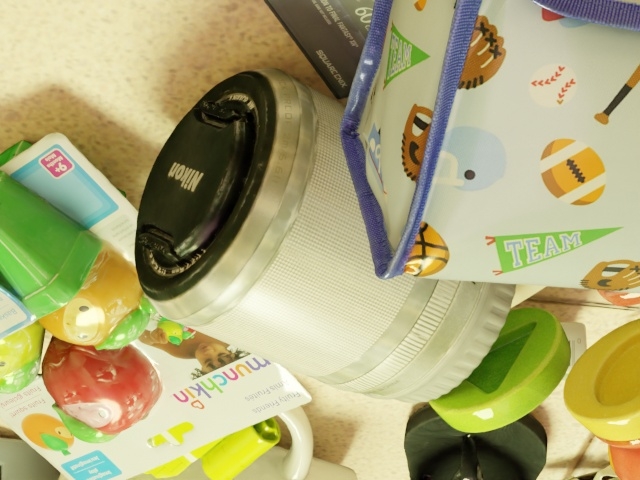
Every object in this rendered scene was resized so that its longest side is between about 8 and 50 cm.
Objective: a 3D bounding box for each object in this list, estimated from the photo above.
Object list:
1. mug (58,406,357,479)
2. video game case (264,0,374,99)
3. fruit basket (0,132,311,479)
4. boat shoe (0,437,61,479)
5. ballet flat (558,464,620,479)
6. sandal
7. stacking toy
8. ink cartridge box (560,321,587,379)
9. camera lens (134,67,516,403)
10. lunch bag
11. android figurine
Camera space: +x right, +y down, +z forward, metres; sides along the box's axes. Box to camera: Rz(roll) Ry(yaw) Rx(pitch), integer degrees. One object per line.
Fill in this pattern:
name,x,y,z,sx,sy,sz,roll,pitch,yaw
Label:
mug,-0.139,0.311,1.684,0.328,0.276,0.374,16,113,-7
video game case,0.093,-0.206,1.101,0.274,0.026,0.196,-14,142,23
fruit basket,-0.238,0.095,1.376,0.327,0.165,0.353,-26,113,33
boat shoe,-0.480,0.271,1.747,0.367,0.135,0.156,21,145,-39
ballet flat,0.317,0.294,1.756,0.168,0.057,0.052,-17,136,-12
sandal,0.175,0.321,1.774,0.168,0.107,0.445,3,146,0
stacking toy,0.260,0.098,1.267,0.279,0.309,0.130,-14,120,43
ink cartridge box,0.165,0.119,1.462,0.181,0.056,0.224,0,167,5
camera lens,0.000,0.000,1.230,0.274,0.219,0.219,26,139,-29
lunch bag,0.214,-0.156,0.955,0.328,0.239,0.385,6,123,-15
android figurine,-0.160,0.143,1.505,0.248,0.056,0.273,46,119,-8
